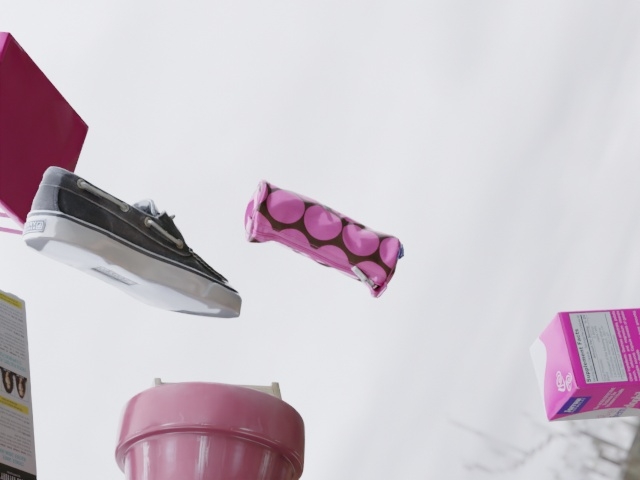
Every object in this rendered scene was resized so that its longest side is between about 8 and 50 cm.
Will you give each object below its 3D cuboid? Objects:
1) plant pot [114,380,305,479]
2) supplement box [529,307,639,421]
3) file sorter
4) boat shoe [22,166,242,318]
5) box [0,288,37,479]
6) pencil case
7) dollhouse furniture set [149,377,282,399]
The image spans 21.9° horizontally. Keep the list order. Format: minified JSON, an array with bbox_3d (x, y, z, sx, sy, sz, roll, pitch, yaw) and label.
[{"bbox_3d":[-0.119,0.267,1.699,0.201,0.201,0.180,85,-172,-59],"label":"plant pot"},{"bbox_3d":[0.395,0.156,2.113,0.111,0.220,0.114,114,151,-58],"label":"supplement box"},{"bbox_3d":[-0.495,-0.150,2.380,0.291,0.182,0.202,57,-135,-62],"label":"file sorter"},{"bbox_3d":[-0.198,0.005,1.850,0.301,0.108,0.102,26,-113,-37],"label":"boat shoe"},{"bbox_3d":[-0.371,0.171,1.831,0.100,0.060,0.244,39,-141,-59],"label":"box"},{"bbox_3d":[0.000,0.000,2.122,0.098,0.209,0.095,-72,6,-46],"label":"pencil case"},{"bbox_3d":[-0.178,0.394,2.517,0.303,0.198,0.286,114,152,-44],"label":"dollhouse furniture set"}]
